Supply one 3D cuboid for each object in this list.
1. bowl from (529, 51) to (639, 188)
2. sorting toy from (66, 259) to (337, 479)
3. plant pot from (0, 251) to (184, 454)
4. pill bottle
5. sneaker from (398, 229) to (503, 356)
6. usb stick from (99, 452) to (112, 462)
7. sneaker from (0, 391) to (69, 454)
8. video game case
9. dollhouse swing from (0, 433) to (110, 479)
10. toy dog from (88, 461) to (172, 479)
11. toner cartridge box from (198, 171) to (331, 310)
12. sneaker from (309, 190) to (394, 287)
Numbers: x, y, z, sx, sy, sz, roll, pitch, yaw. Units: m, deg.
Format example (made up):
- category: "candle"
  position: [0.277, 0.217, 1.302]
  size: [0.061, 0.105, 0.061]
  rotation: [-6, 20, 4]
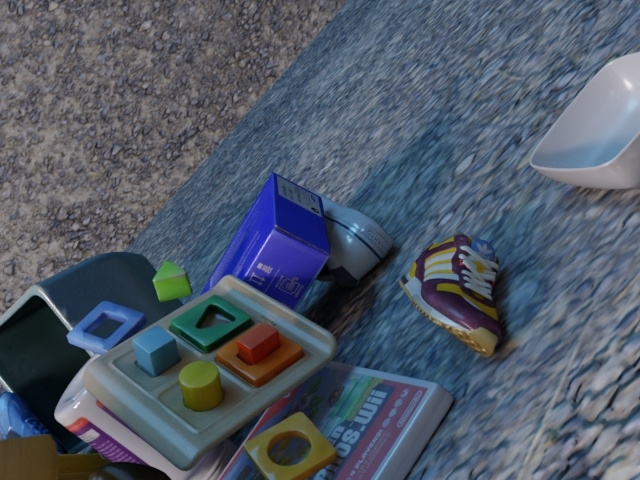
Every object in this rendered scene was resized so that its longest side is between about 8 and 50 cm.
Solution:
- category: "bowl"
  position: [0.265, -0.099, 0.758]
  size: [0.142, 0.053, 0.142]
  rotation: [-51, 17, -6]
- category: "sorting toy"
  position: [-0.109, 0.110, 0.847]
  size: [0.347, 0.047, 0.196]
  rotation: [27, 49, 38]
- category: "plant pot"
  position: [-0.363, 0.161, 1.455]
  size: [0.247, 0.248, 0.252]
  rotation: [-35, 5, 38]
- category: "pill bottle"
  position: [-0.181, 0.205, 0.955]
  size: [0.108, 0.193, 0.108]
  rotation: [-43, 17, 17]
- category: "sneaker"
  position: [0.126, 0.036, 0.778]
  size: [0.084, 0.069, 0.185]
  rotation: [-53, 17, 5]
- category: "usb stick"
  position: [-0.257, 0.249, 1.152]
  size: [0.278, 0.045, 0.077]
  rotation: [124, 155, -76]
- category: "sneaker"
  position: [-0.437, 0.320, 1.373]
  size: [0.082, 0.209, 0.069]
  rotation: [-37, -16, 20]
- category: "video game case"
  position: [-0.010, 0.206, 0.819]
  size: [0.204, 0.025, 0.285]
  rotation: [-54, 17, -17]
- category: "dollhouse swing"
  position: [-0.432, 0.430, 1.106]
  size: [0.346, 0.305, 0.315]
  rotation: [-27, 53, 17]
- category: "toy dog"
  position: [-0.266, 0.324, 0.654]
  size: [0.395, 0.407, 0.285]
  rotation: [11, 100, 53]
- category: "toner cartridge box"
  position: [-0.109, 0.102, 1.061]
  size: [0.348, 0.075, 0.165]
  rotation: [-57, 16, 21]
- category: "sneaker"
  position: [0.000, 0.000, 1.127]
  size: [0.091, 0.094, 0.258]
  rotation: [-46, 17, -9]
